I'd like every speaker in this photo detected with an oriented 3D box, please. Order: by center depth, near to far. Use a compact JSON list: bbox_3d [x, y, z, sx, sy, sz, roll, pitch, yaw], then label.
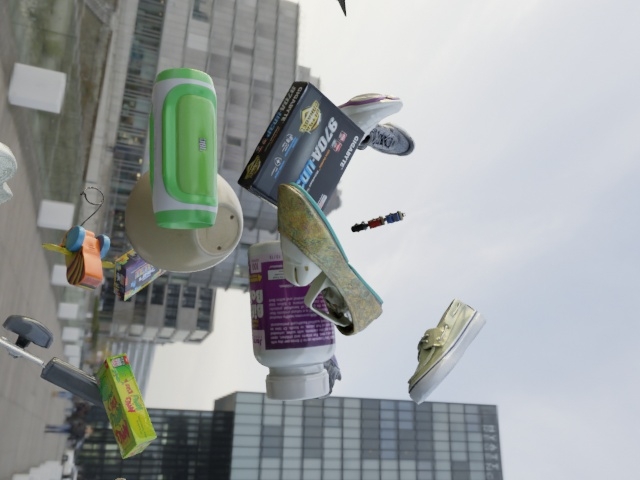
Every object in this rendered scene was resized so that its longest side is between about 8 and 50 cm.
[{"bbox_3d":[-0.266,-0.176,1.119,0.131,0.131,0.297,163,-74,-69],"label":"speaker"}]

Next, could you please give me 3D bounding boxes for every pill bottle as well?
[{"bbox_3d":[-0.056,0.155,1.136,0.169,0.169,0.302,158,-71,-68],"label":"pill bottle"}]

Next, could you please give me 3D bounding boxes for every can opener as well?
[{"bbox_3d":[-0.549,0.256,1.216,0.095,0.283,0.076,-62,-164,-16],"label":"can opener"}]

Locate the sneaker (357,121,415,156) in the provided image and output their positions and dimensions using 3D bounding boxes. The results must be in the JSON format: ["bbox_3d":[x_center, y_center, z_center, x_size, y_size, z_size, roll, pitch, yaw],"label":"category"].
[{"bbox_3d":[0.167,-0.307,1.714,0.153,0.268,0.101,-87,-158,-62],"label":"sneaker"}]

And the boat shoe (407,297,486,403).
[{"bbox_3d":[0.264,0.241,1.269,0.302,0.094,0.109,-37,160,-43],"label":"boat shoe"}]

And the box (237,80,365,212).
[{"bbox_3d":[-0.031,-0.155,1.066,0.051,0.175,0.220,22,-99,48],"label":"box"}]

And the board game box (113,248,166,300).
[{"bbox_3d":[-0.509,0.073,1.635,0.170,0.048,0.141,-42,162,-43],"label":"board game box"}]

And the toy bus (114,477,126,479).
[{"bbox_3d":[-0.474,0.666,1.339,0.191,0.202,0.104,-56,157,-36],"label":"toy bus"}]

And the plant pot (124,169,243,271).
[{"bbox_3d":[-0.297,-0.043,1.378,0.190,0.284,0.284,18,-80,45],"label":"plant pot"}]

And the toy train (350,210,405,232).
[{"bbox_3d":[0.141,-0.046,1.426,0.158,0.036,0.027,-16,-87,37],"label":"toy train"}]

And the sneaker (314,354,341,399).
[{"bbox_3d":[-0.017,0.342,1.421,0.107,0.283,0.124,-33,-99,24],"label":"sneaker"}]

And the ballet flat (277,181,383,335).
[{"bbox_3d":[0.002,0.054,0.971,0.123,0.349,0.123,-18,-136,19],"label":"ballet flat"}]

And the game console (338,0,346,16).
[{"bbox_3d":[0.074,-0.734,1.649,0.107,0.071,0.122,-54,167,-9],"label":"game console"}]

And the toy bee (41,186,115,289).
[{"bbox_3d":[-0.658,0.025,1.582,0.162,0.195,0.298,-33,-149,27],"label":"toy bee"}]

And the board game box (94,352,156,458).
[{"bbox_3d":[-0.393,0.330,1.142,0.092,0.043,0.181,-46,-116,41],"label":"board game box"}]

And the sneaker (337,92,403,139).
[{"bbox_3d":[0.088,-0.313,1.591,0.114,0.304,0.152,-98,168,-65],"label":"sneaker"}]

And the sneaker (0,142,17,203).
[{"bbox_3d":[-0.619,-0.133,0.973,0.148,0.131,0.350,56,-31,-11],"label":"sneaker"}]
